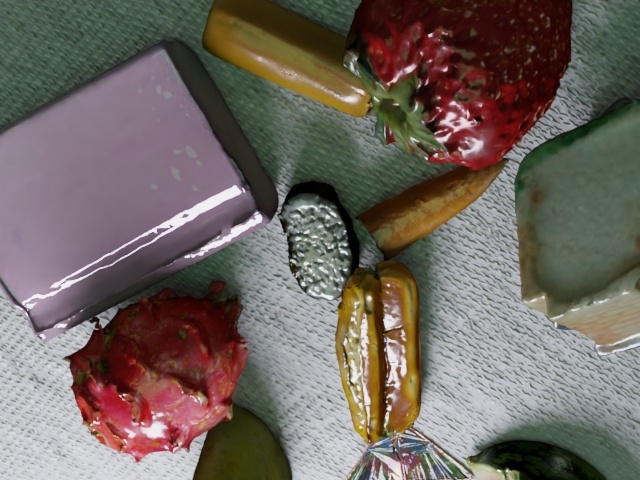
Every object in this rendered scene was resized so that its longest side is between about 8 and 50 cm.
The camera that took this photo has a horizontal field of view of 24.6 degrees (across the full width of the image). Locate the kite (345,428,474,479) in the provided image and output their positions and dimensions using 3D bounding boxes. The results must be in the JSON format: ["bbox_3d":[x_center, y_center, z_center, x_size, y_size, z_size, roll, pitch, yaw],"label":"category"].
[{"bbox_3d":[0.111,0.312,1.990,0.190,0.010,0.159,-9,106,12],"label":"kite"}]

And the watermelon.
[{"bbox_3d":[0.324,0.402,1.923,0.159,0.128,0.303,-26,102,16],"label":"watermelon"}]

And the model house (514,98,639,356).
[{"bbox_3d":[0.426,-0.002,1.729,0.312,0.245,0.280,-24,147,38],"label":"model house"}]

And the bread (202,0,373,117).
[{"bbox_3d":[-0.030,-0.231,1.805,0.239,0.074,0.092,24,104,0],"label":"bread"}]

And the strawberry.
[{"bbox_3d":[0.178,-0.225,1.699,0.277,0.257,0.257,-43,98,-12],"label":"strawberry"}]

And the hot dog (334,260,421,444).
[{"bbox_3d":[0.074,0.148,1.886,0.115,0.072,0.269,-19,123,-30],"label":"hot dog"}]

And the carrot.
[{"bbox_3d":[0.146,-0.052,1.840,0.205,0.072,0.072,-32,100,11],"label":"carrot"}]

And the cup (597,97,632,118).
[{"bbox_3d":[0.362,-0.130,1.780,0.083,0.075,0.054,-12,61,15],"label":"cup"}]

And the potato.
[{"bbox_3d":[-0.115,0.387,1.919,0.112,0.255,0.269,5,108,9],"label":"potato"}]

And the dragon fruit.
[{"bbox_3d":[-0.192,0.162,1.887,0.268,0.210,0.205,-43,125,-20],"label":"dragon fruit"}]

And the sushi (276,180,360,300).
[{"bbox_3d":[0.000,0.000,1.871,0.091,0.078,0.150,-16,104,7],"label":"sushi"}]

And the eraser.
[{"bbox_3d":[-0.269,-0.068,1.872,0.359,0.122,0.272,-29,99,15],"label":"eraser"}]
